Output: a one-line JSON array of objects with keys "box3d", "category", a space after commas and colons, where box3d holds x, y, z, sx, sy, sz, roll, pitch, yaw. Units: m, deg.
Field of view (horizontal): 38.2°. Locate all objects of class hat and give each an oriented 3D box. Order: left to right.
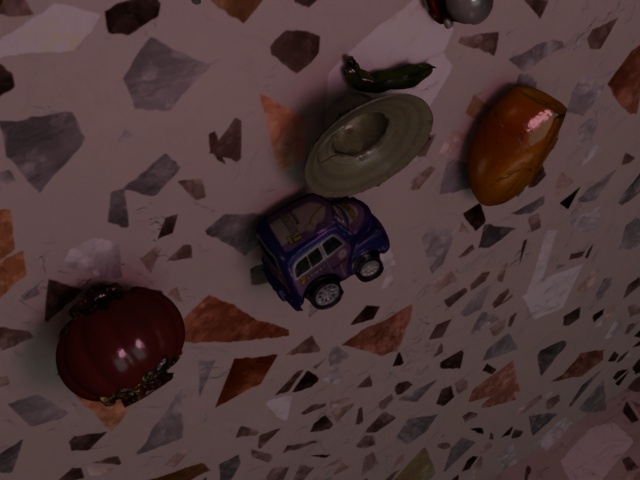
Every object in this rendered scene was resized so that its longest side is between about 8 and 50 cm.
[{"box3d": [0.064, -0.197, 1.613, 0.252, 0.110, 0.252, -22, 149, -14], "category": "hat"}]

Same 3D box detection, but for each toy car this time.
[{"box3d": [0.000, 0.000, 1.686, 0.235, 0.172, 0.158, -31, 137, -8], "category": "toy car"}, {"box3d": [0.237, -0.417, 1.551, 0.112, 0.112, 0.139, -42, 139, 3], "category": "toy car"}]

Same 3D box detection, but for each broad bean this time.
[{"box3d": [0.119, -0.287, 1.626, 0.195, 0.046, 0.061, -1, 128, -34], "category": "broad bean"}]

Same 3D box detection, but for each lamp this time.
[{"box3d": [-0.341, 0.170, 1.565, 0.226, 0.227, 0.227, -20, 134, -22], "category": "lamp"}]

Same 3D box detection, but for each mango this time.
[{"box3d": [0.376, -0.178, 1.843, 0.187, 0.138, 0.257, -9, 136, -55], "category": "mango"}]

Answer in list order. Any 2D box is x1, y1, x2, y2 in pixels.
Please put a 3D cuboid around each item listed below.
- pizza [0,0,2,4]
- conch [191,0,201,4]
[{"box3d": [-0.479, -0.324, 1.138, 0.365, 0.074, 0.182, -48, 136, 8], "category": "pizza"}, {"box3d": [-0.182, -0.408, 1.262, 0.135, 0.102, 0.153, -44, 172, -13], "category": "conch"}]
